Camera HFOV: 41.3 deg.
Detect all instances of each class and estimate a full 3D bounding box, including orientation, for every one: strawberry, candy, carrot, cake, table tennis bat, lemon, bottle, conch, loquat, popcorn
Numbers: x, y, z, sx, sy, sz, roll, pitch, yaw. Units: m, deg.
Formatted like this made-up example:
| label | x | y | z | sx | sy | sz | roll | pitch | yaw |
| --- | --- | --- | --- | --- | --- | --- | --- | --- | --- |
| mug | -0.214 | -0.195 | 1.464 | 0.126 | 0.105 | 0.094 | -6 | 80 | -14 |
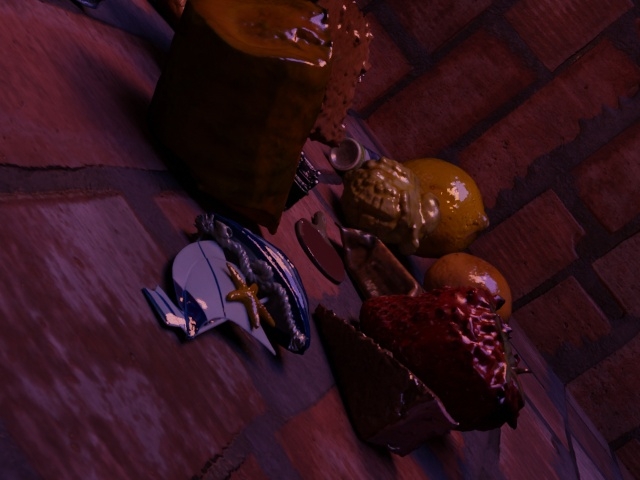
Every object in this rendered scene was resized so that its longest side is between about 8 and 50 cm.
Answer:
| label | x | y | z | sx | sy | sz | roll | pitch | yaw |
| --- | --- | --- | --- | --- | --- | --- | --- | --- | --- |
| strawberry | 0.205 | 0.197 | 1.407 | 0.261 | 0.258 | 0.261 | -15 | 90 | -73 |
| candy | 0.114 | 0.066 | 1.632 | 0.271 | 0.101 | 0.143 | 56 | 6 | 38 |
| carrot | -0.123 | -0.192 | 1.240 | 0.242 | 0.340 | 0.241 | 19 | 23 | -8 |
| cake | -0.089 | -0.334 | 1.492 | 0.290 | 0.255 | 0.282 | 19 | 2 | 22 |
| table tennis bat | 0.000 | 0.000 | 1.580 | 0.131 | 0.022 | 0.234 | 47 | 16 | -20 |
| lemon | 0.285 | -0.081 | 2.176 | 0.310 | 0.257 | 0.258 | 22 | -4 | 31 |
| bottle | 0.118 | -0.212 | 2.360 | 0.093 | 0.093 | 0.330 | 56 | 14 | 15 |
| cake | 0.071 | 0.195 | 1.217 | 0.116 | 0.113 | 0.295 | 45 | 2 | -37 |
| conch | -0.284 | -0.473 | 1.733 | 0.080 | 0.086 | 0.232 | 0 | -56 | 52 |
| loquat | 0.359 | 0.132 | 2.067 | 0.238 | 0.193 | 0.238 | 56 | 8 | -12 |
| popcorn | 0.148 | -0.079 | 1.942 | 0.255 | 0.195 | 0.256 | 45 | 11 | 9 |

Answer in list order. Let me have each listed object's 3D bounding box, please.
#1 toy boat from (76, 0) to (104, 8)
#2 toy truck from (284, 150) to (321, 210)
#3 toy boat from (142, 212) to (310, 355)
| label | x | y | z | sx | sy | sz | roll | pitch | yaw |
| --- | --- | --- | --- | --- | --- | --- | --- | --- | --- |
| toy boat | -0.373 | -0.400 | 1.260 | 0.140 | 0.059 | 0.066 | 39 | 1 | -37 |
| toy truck | -0.046 | -0.115 | 1.590 | 0.065 | 0.079 | 0.147 | 49 | 14 | -9 |
| toy boat | -0.116 | 0.064 | 0.993 | 0.220 | 0.067 | 0.291 | 54 | 25 | 7 |
